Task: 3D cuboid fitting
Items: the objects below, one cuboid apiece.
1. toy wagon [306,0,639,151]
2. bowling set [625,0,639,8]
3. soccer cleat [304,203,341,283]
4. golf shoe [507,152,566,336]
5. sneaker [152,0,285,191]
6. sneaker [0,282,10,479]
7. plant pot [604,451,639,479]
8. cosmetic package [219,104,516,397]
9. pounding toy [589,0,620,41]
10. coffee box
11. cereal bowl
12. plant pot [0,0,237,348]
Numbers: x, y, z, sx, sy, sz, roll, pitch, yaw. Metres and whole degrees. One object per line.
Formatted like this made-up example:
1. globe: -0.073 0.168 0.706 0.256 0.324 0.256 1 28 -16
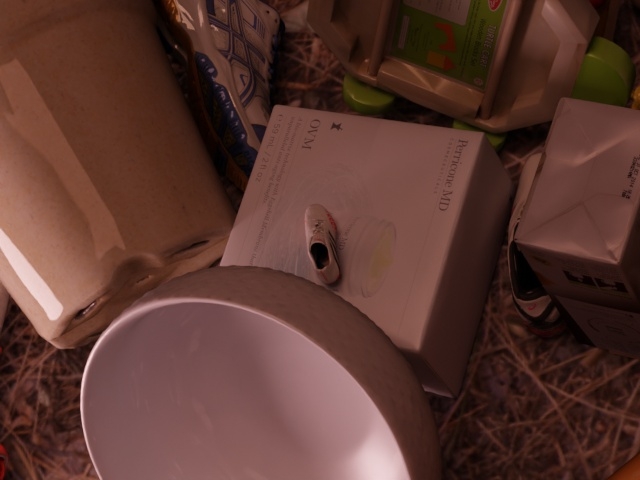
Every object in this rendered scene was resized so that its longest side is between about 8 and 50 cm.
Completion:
1. toy wagon: 0.156 -0.190 1.672 0.344 0.267 0.068 21 55 7
2. bowling set: 0.436 -0.336 1.730 0.287 0.154 0.200 3 49 23
3. soccer cleat: 0.000 0.000 1.621 0.029 0.035 0.083 -17 62 13
4. golf shoe: 0.211 -0.008 1.675 0.067 0.086 0.186 -8 61 18
5. sneaker: -0.081 -0.188 1.856 0.131 0.112 0.296 -19 74 -22
6. sneaker: -0.356 0.164 1.812 0.145 0.090 0.270 28 82 28
7. plant pot: 0.329 0.227 1.470 0.188 0.205 0.205 -30 58 23
8. cosmetic package: 0.042 0.008 1.703 0.224 0.138 0.224 10 71 23
9. pounding toy: 0.238 -0.222 1.721 0.130 0.141 0.100 -5 52 -5
10. coffee box: 0.261 -0.002 1.558 0.098 0.246 0.141 12 71 26
11. cereal bowl: -0.039 0.163 1.589 0.339 0.339 0.141 9 32 24
12. plant pot: -0.245 -0.074 1.755 0.334 0.334 0.305 -32 78 5
